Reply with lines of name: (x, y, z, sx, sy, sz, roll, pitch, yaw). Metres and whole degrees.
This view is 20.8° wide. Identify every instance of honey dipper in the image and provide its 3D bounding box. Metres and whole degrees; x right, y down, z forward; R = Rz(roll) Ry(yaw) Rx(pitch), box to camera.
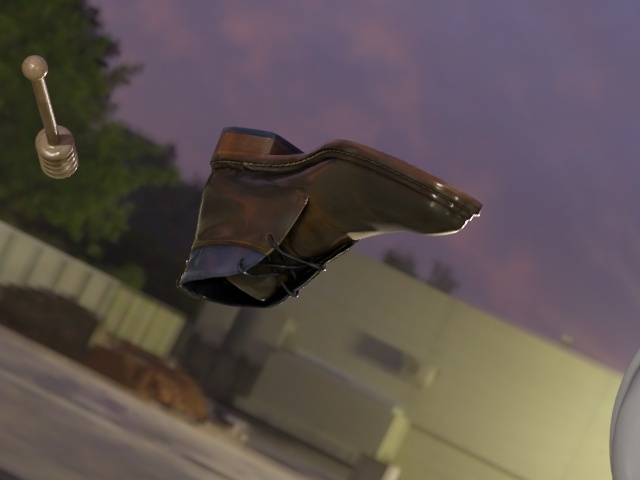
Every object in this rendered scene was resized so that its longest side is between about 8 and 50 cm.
honey dipper: (-0.202, -0.093, 1.298, 0.030, 0.030, 0.160, 26, -22, 8)

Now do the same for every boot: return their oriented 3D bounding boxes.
boot: (0.000, 0.000, 1.024, 0.082, 0.106, 0.219, 31, -12, -37)

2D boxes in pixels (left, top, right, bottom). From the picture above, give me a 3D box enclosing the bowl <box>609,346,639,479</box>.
bowl: (0.338, 0.176, 1.304, 0.298, 0.297, 0.134, 24, 16, 25)
